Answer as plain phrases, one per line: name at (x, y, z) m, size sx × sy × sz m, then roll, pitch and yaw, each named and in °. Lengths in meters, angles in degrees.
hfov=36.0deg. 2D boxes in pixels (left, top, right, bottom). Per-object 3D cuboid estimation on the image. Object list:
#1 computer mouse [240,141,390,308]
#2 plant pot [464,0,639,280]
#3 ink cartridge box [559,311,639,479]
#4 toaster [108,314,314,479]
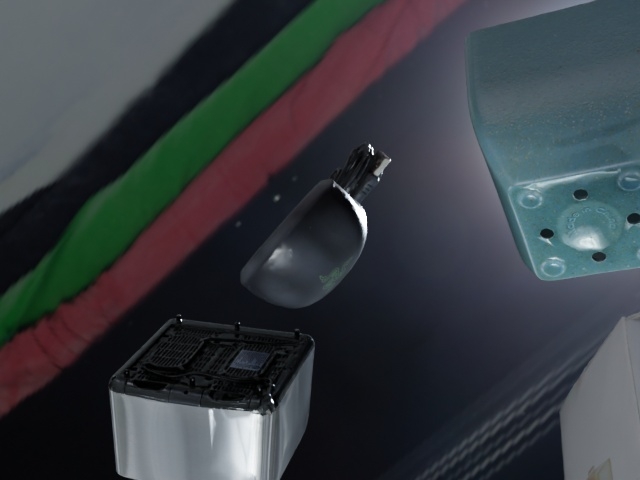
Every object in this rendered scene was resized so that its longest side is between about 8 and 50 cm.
computer mouse at (0.000, 0.000, 0.907) m, size 0.188 × 0.072 × 0.272 m, roll -48°, pitch -179°, yaw 9°
plant pot at (0.303, -0.097, 1.118) m, size 0.247 × 0.248 × 0.252 m, roll -10°, pitch -141°, yaw 23°
ink cartridge box at (0.335, 0.264, 0.686) m, size 0.160 × 0.279 × 0.384 m, roll 105°, pitch -7°, yaw -50°
toaster at (-0.103, 0.159, 0.960) m, size 0.168 × 0.110 × 0.185 m, roll 5°, pitch -162°, yaw 12°
